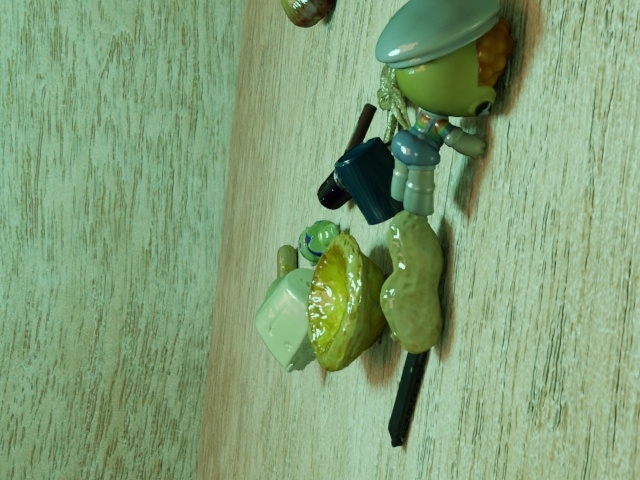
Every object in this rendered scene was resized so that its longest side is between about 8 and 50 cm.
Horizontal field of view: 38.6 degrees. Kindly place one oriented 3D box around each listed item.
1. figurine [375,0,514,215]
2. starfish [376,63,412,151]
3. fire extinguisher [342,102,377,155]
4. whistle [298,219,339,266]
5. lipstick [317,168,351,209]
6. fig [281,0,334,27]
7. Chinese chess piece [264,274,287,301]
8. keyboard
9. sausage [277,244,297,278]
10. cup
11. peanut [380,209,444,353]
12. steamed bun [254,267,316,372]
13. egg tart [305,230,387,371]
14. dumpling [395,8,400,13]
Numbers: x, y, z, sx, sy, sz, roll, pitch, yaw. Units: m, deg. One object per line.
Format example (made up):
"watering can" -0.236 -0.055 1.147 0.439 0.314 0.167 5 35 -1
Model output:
"figurine" 0.185 -0.223 1.498 0.224 0.205 0.381 -150 62 -63
"starfish" 0.156 -0.311 1.906 0.235 0.062 0.277 -105 20 -62
"fire extinguisher" 0.075 -0.210 1.961 0.049 0.035 0.173 20 87 64
"whistle" 0.000 0.000 2.279 0.227 0.085 0.105 148 116 -70
"lipstick" 0.072 -0.150 2.078 0.300 0.081 0.081 137 135 -64
"fig" -0.053 -0.696 2.489 0.230 0.143 0.160 64 167 1
"Chinese chess piece" -0.091 0.167 2.513 0.144 0.058 0.144 -19 63 42
"keyboard" 0.166 0.284 1.747 0.072 0.023 0.231 -104 24 -65
"sausage" -0.093 0.155 2.604 0.066 0.066 0.301 126 146 -61
"cup" 0.116 -0.128 1.784 0.113 0.150 0.138 -11 116 55
"peanut" 0.168 0.070 1.637 0.101 0.117 0.263 -6 76 52
"steamed bun" -0.034 0.185 2.268 0.200 0.170 0.225 53 129 18
"egg tart" 0.067 0.132 1.942 0.319 0.128 0.318 -173 90 -74
"dumpling" 0.202 -0.388 1.669 0.155 0.111 0.181 -24 72 35
